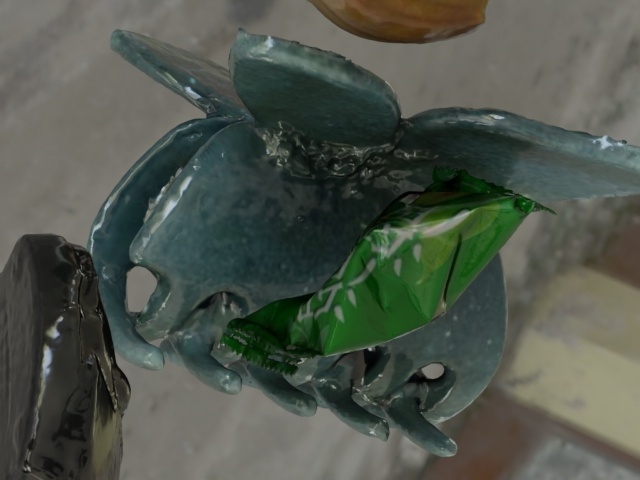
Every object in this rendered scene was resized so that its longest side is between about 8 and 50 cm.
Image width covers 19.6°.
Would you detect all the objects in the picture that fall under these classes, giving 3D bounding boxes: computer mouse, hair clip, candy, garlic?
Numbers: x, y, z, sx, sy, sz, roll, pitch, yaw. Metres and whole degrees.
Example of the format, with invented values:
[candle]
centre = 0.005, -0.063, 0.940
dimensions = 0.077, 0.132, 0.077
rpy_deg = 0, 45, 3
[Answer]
[computer mouse]
centre = -0.145, 0.110, 0.949
dimensions = 0.269, 0.086, 0.137
rpy_deg = 125, -35, -47
[hair clip]
centre = 0.000, 0.000, 1.311
dimensions = 0.318, 0.392, 0.238
rpy_deg = 18, 89, -30
[candy]
centre = 0.040, 0.025, 1.169
dimensions = 0.203, 0.078, 0.141
rpy_deg = -34, -177, -17
[garlic]
centre = 0.019, -0.197, 1.091
dimensions = 0.115, 0.128, 0.206
rpy_deg = -51, 141, -26
